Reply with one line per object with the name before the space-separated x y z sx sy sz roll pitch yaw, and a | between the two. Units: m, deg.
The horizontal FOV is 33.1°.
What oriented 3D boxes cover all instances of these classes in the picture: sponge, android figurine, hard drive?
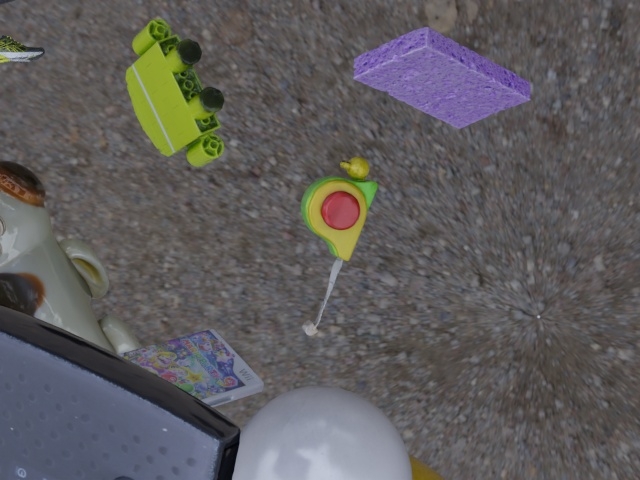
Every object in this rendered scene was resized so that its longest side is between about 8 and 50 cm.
sponge | 0.151 -0.195 1.318 0.117 0.210 0.031 -18 65 42
android figurine | -0.246 -0.238 1.801 0.056 0.273 0.248 -27 93 -28
hard drive | -0.157 0.103 0.463 0.254 0.054 0.172 17 106 19

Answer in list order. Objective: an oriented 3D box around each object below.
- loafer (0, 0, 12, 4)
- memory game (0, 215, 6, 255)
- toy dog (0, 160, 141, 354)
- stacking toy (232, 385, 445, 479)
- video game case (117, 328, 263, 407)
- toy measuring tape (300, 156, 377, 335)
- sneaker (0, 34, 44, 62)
loafer | -0.543 -0.361 1.535 0.366 0.130 0.134 -9 104 2
memory game | -0.500 -0.042 1.461 0.186 0.012 0.186 13 120 23
toy dog | -0.476 0.089 1.641 0.284 0.395 0.408 -30 83 6
stacking toy | 0.030 0.266 0.805 0.350 0.480 0.351 -3 49 3
video game case | -0.121 0.115 0.910 0.087 0.122 0.011 40 131 41
toy measuring tape | 0.000 0.000 1.923 0.121 0.121 0.330 23 93 12
sneaker | -0.409 -0.256 1.429 0.083 0.031 0.035 -5 86 -20
